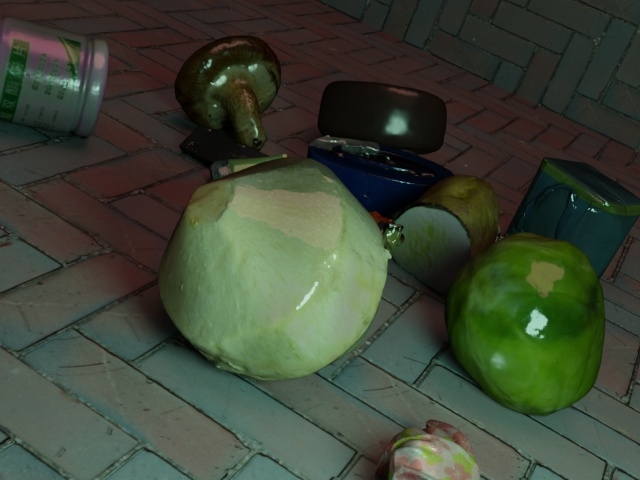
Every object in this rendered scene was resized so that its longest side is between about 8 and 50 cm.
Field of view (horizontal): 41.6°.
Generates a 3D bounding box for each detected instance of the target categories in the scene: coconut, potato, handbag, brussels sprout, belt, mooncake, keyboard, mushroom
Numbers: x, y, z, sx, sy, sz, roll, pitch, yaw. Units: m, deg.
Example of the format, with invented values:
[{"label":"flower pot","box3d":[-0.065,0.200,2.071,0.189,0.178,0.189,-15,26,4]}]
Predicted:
[{"label":"coconut","box3d":[-0.075,0.039,1.278,0.353,0.352,0.352,17,26,-9]},{"label":"potato","box3d":[0.289,-0.032,1.781,0.229,0.229,0.266,34,42,24]},{"label":"handbag","box3d":[0.609,-0.046,2.035,0.222,0.241,0.263,-2,36,-41]},{"label":"brussels sprout","box3d":[0.360,0.137,1.477,0.268,0.343,0.344,-7,17,22]},{"label":"belt","box3d":[0.133,-0.139,1.942,0.347,0.117,0.212,14,28,5]},{"label":"mooncake","box3d":[0.154,-0.313,2.217,0.326,0.174,0.334,7,1,-10]},{"label":"keyboard","box3d":[-0.159,-0.162,1.880,0.317,0.027,0.106,27,51,11]},{"label":"mushroom","box3d":[-0.195,-0.368,2.041,0.255,0.267,0.267,27,26,12]}]

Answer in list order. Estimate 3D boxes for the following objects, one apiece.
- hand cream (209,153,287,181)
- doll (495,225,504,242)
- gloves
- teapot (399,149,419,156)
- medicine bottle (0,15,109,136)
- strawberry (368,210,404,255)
[{"label":"hand cream","box3d":[-0.150,-0.144,1.821,0.175,0.046,0.095,-3,59,-18]},{"label":"doll","box3d":[0.356,-0.025,1.998,0.219,0.067,0.091,26,33,7]},{"label":"gloves","box3d":[0.153,0.310,1.136,0.145,0.126,0.241,17,33,1]},{"label":"teapot","box3d":[0.185,-0.163,2.092,0.149,0.111,0.108,24,44,-13]},{"label":"medicine bottle","box3d":[-0.609,-0.341,1.701,0.326,0.212,0.212,11,28,-24]},{"label":"strawberry","box3d":[0.000,0.000,1.635,0.307,0.137,0.233,9,10,19]}]
